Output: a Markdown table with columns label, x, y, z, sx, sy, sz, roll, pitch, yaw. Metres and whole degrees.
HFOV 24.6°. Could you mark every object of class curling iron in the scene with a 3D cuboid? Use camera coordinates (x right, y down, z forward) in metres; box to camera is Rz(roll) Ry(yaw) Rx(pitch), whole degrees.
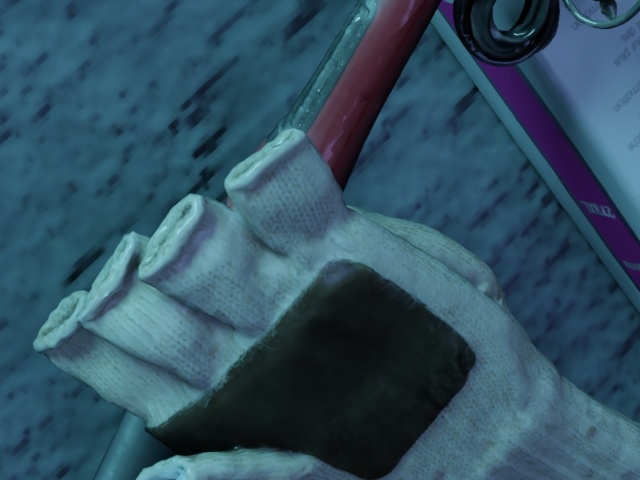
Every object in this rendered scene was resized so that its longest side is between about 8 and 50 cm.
| label | x | y | z | sx | sy | sz | roll | pitch | yaw |
| --- | --- | --- | --- | --- | --- | --- | --- | --- | --- |
| curling iron | 0.000 | 0.000 | 0.411 | 0.068 | 0.035 | 0.274 | 33 | 99 | -15 |

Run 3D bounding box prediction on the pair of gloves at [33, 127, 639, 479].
| label | x | y | z | sx | sy | sz | roll | pitch | yaw |
| --- | --- | --- | --- | --- | --- | --- | --- | --- | --- |
| pair of gloves | -0.029 | 0.102 | 0.408 | 0.240 | 0.042 | 0.204 | -45 | 122 | 6 |

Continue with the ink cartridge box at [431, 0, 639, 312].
| label | x | y | z | sx | sy | sz | roll | pitch | yaw |
| --- | --- | --- | --- | --- | --- | --- | --- | --- | --- |
| ink cartridge box | 0.171 | -0.047 | 0.505 | 0.176 | 0.069 | 0.371 | -44 | 110 | -12 |
